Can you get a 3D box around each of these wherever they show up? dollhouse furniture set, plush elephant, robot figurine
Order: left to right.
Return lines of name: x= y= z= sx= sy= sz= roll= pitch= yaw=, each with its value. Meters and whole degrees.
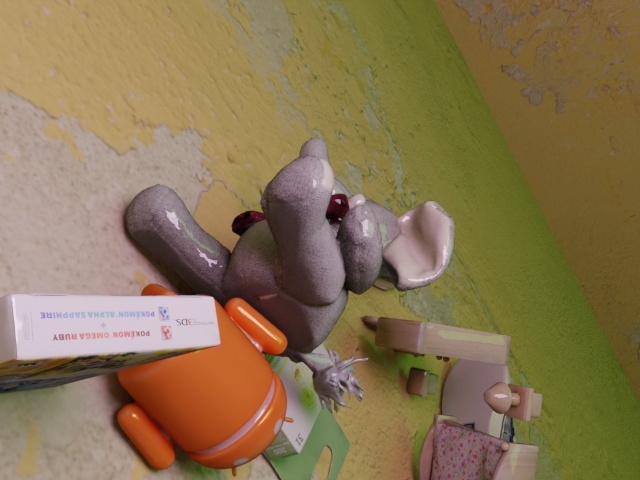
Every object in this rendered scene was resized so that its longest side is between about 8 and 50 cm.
robot figurine: x=-0.117 y=0.143 z=0.751 sx=0.219 sy=0.128 sz=0.158 roll=55 pitch=31 yaw=-23
plush elephant: x=0.000 y=0.000 z=0.870 sx=0.330 sy=0.272 sz=0.255 roll=57 pitch=42 yaw=-22
dollhouse furniture set: x=0.153 y=0.303 z=1.101 sx=0.174 sy=0.303 sz=0.355 roll=13 pitch=83 yaw=-26

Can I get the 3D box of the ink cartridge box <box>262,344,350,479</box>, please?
ink cartridge box: x=-0.020 y=0.223 z=0.940 sx=0.235 sy=0.056 sz=0.171 roll=58 pitch=30 yaw=-13

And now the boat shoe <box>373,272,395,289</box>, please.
boat shoe: x=0.083 y=0.014 z=1.210 sx=0.285 sy=0.092 sz=0.103 roll=26 pitch=49 yaw=-50

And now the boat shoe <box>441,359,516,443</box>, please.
boat shoe: x=0.298 y=0.366 z=1.328 sx=0.158 sy=0.127 sz=0.340 roll=56 pitch=38 yaw=-33

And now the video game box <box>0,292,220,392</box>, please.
video game box: x=-0.214 y=0.083 z=0.554 sx=0.187 sy=0.205 sz=0.048 roll=4 pitch=72 yaw=-58
